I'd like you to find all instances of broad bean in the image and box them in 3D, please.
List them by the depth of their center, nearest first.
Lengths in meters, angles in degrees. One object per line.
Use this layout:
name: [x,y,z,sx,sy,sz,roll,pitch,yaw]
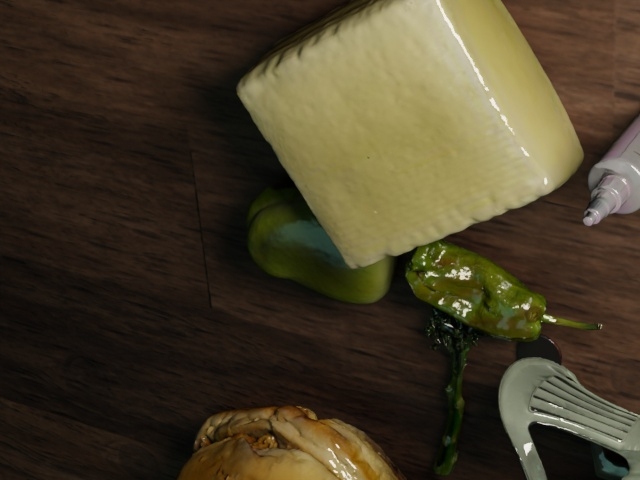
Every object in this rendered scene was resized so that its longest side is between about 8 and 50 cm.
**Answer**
broad bean: [0.000,0.000,1.771,0.174,0.082,0.124,12,127,15]

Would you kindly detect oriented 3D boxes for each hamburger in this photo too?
hamburger: [-0.024,0.334,1.951,0.284,0.174,0.304,48,146,-20]

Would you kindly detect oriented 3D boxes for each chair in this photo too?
chair: [0.320,0.227,1.626,0.275,0.203,0.190,4,111,23]

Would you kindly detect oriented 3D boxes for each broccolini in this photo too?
broccolini: [0.141,0.166,1.799,0.071,0.057,0.254,-119,28,-51]

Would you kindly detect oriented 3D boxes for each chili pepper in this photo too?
chili pepper: [0.181,0.064,1.685,0.204,0.073,0.072,28,99,3]

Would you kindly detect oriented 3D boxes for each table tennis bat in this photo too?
table tennis bat: [0.232,0.134,1.745,0.050,0.007,0.083,17,126,24]

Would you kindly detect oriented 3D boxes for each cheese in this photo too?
cheese: [0.086,-0.121,1.593,0.265,0.124,0.242,-22,109,41]

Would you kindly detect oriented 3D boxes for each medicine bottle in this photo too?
medicine bottle: [0.274,-0.063,1.448,0.057,0.199,0.057,18,127,25]
